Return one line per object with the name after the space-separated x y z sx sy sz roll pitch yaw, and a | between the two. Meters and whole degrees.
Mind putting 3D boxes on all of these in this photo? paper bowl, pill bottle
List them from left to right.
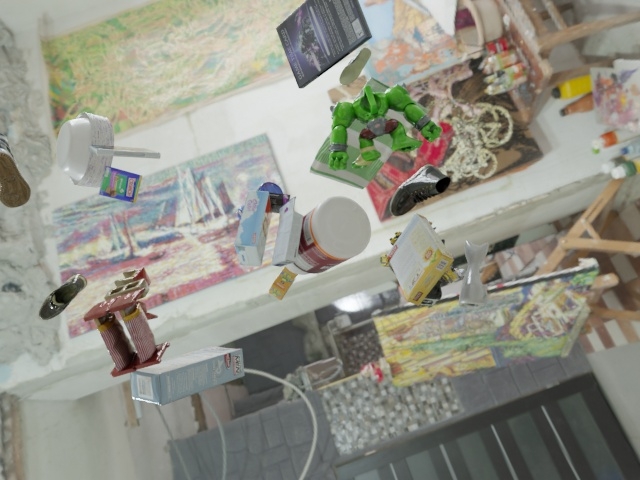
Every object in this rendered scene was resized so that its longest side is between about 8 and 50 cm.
-0.923 -0.353 1.881 0.148 0.284 0.284 6 -125 -44 | paper bowl
0.000 0.000 1.806 0.392 0.224 0.224 -32 77 61 | pill bottle

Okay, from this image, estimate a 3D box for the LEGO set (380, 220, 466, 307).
0.423 0.107 1.960 0.331 0.255 0.192 56 164 -10 | LEGO set

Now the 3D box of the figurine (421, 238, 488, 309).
0.401 0.092 1.466 0.092 0.214 0.210 52 -135 -63 | figurine

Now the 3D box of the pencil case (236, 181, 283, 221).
-0.286 -0.161 2.238 0.306 0.133 0.119 -32 60 54 | pencil case

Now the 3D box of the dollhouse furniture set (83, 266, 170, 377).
-0.555 0.225 1.495 0.374 0.152 0.201 -103 -6 -73 | dollhouse furniture set

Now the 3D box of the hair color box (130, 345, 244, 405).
-0.485 0.491 1.798 0.374 0.185 0.114 -5 -90 -51 | hair color box

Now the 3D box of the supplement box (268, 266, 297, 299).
-0.162 0.180 2.341 0.080 0.078 0.233 -59 -2 42 | supplement box

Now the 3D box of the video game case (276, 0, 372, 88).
0.001 -0.576 1.340 0.026 0.274 0.196 -19 -92 -47 | video game case

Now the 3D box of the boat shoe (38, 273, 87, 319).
-0.945 0.211 1.753 0.080 0.223 0.073 48 -173 -10 | boat shoe

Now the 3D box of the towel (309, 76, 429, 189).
0.137 -0.295 1.420 0.247 0.325 0.038 12 -139 -40 | towel

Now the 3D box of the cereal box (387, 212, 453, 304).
0.283 0.049 1.414 0.047 0.173 0.240 22 -153 -20 | cereal box

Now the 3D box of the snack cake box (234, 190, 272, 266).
-0.260 -0.049 1.912 0.152 0.089 0.264 86 -170 -56 | snack cake box

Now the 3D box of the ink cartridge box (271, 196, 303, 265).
-0.115 -0.025 1.711 0.223 0.045 0.224 161 118 -71 | ink cartridge box

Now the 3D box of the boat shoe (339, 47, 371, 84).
0.103 -0.517 1.454 0.049 0.133 0.042 38 178 -9 | boat shoe

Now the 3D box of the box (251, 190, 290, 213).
-0.205 -0.158 2.015 0.116 0.162 0.029 96 180 -60 | box

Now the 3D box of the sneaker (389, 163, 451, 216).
0.338 -0.160 1.662 0.083 0.222 0.118 38 -174 -33 | sneaker

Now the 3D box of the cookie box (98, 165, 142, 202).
-0.611 -0.171 1.483 0.040 0.107 0.092 21 97 61 | cookie box

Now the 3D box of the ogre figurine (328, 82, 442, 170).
0.100 -0.202 0.844 0.097 0.197 0.118 -4 -103 -67 | ogre figurine

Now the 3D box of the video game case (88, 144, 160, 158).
-0.624 -0.282 1.537 0.201 0.183 0.023 22 111 56 | video game case

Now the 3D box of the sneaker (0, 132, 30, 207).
-1.068 -0.244 1.631 0.153 0.099 0.282 53 149 21 | sneaker
